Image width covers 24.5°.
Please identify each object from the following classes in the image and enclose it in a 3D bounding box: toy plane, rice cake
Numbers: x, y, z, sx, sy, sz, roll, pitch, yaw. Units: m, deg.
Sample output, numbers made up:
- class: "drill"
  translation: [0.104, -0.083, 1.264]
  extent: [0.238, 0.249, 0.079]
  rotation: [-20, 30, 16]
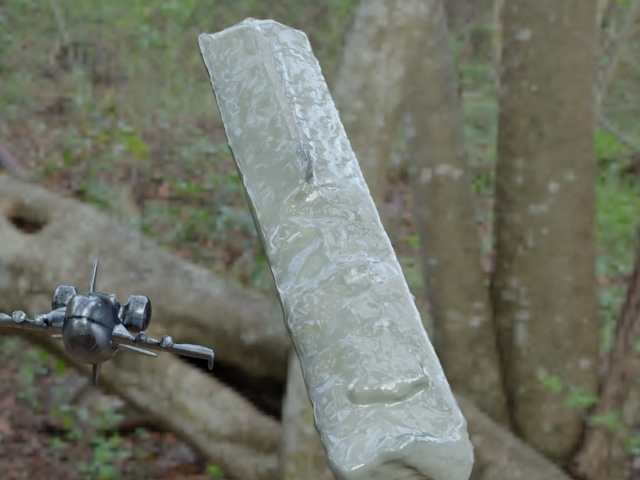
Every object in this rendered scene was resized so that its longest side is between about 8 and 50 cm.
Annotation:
- class: "toy plane"
  translation: [-0.073, 0.028, 0.473]
  extent: [0.079, 0.031, 0.083]
  rotation: [8, -17, -2]
- class: "rice cake"
  translation: [0.000, 0.000, 0.608]
  extent: [0.057, 0.052, 0.256]
  rotation: [22, 34, -37]
